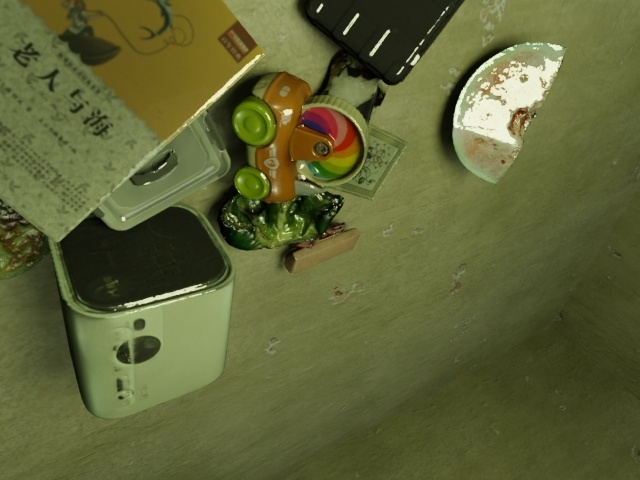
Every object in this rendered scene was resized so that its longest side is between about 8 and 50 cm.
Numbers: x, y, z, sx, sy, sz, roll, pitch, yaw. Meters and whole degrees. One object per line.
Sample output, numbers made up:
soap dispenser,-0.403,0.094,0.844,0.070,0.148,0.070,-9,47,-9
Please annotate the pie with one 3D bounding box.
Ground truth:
pie,-0.516,-0.028,0.643,0.241,0.054,0.240,-23,138,-23

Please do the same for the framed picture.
framed picture,0.093,-0.186,1.003,0.231,0.010,0.173,9,120,-42

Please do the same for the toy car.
toy car,-0.026,-0.163,0.748,0.235,0.145,0.235,9,130,11

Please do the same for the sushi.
sushi,0.079,-0.294,0.833,0.109,0.134,0.272,17,97,-65

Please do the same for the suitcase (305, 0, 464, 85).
suitcase,0.132,-0.423,0.692,0.206,0.066,0.285,38,102,-4

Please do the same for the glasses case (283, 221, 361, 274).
glasses case,0.000,0.000,1.040,0.194,0.070,0.102,-22,157,-24

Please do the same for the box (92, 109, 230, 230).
box,-0.272,-0.136,0.675,0.227,0.130,0.162,-31,140,-9

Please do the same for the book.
book,-0.299,-0.217,0.547,0.389,0.032,0.269,-44,111,-3

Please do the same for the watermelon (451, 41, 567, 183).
watermelon,0.416,-0.322,1.052,0.175,0.188,0.321,-63,176,-71

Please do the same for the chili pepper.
chili pepper,-0.099,-0.058,0.909,0.265,0.116,0.148,-8,142,-32

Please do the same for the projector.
projector,-0.299,0.109,0.745,0.249,0.248,0.249,-12,133,-33
